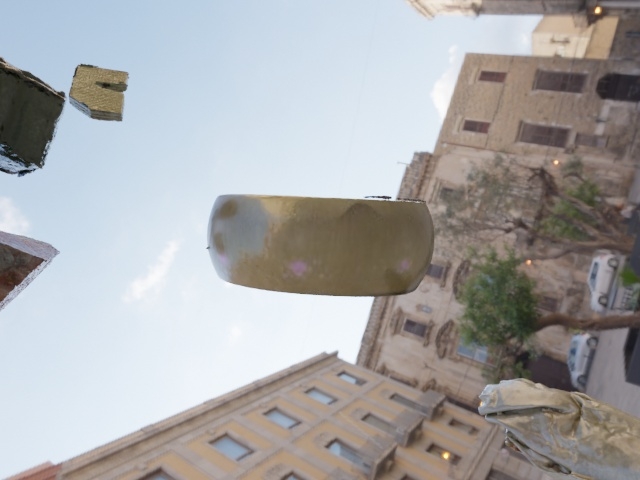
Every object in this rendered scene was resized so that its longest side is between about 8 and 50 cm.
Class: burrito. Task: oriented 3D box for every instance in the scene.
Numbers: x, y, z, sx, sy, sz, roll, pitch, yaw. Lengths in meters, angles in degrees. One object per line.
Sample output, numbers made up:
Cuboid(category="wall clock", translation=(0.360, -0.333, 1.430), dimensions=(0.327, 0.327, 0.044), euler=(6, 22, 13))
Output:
Cuboid(category="burrito", translation=(0.332, 0.238, 0.529), dimensions=(0.117, 0.392, 0.076), euler=(-31, -68, -27))

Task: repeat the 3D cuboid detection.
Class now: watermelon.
Cuboid(category="watermelon", translation=(-0.479, 0.024, 0.691), dimensions=(0.146, 0.231, 0.128), euler=(44, -99, -18))

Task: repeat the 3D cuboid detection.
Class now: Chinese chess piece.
Cuboid(category="Chinese chess piece", translation=(0.000, 0.000, 0.556), dimensions=(0.250, 0.250, 0.097), euler=(-1, -86, -60))

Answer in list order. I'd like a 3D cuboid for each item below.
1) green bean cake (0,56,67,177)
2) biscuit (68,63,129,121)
Cuboid(category="green bean cake", translation=(-0.467, -0.175, 0.616), dimensions=(0.241, 0.255, 0.132), euler=(24, -103, -35))
Cuboid(category="biscuit", translation=(-0.620, -0.416, 1.394), dimensions=(0.147, 0.250, 0.046), euler=(2, -47, -20))
